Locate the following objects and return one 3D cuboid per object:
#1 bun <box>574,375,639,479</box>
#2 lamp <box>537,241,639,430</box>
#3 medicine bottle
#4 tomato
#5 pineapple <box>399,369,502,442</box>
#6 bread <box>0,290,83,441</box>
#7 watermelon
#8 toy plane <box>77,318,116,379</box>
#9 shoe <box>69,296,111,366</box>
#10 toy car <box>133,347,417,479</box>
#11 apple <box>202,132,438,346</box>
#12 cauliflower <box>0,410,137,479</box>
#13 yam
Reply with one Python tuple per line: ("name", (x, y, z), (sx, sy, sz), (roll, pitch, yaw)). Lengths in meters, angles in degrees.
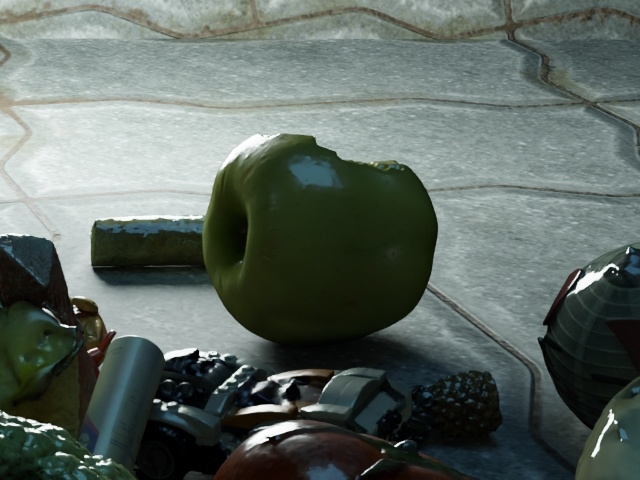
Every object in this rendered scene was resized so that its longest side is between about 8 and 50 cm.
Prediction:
("bun", (0.376, 0.249, 1.684), (0.360, 0.211, 0.359), (-1, 29, 1))
("lamp", (0.354, 0.104, 2.059), (0.233, 0.233, 0.265), (-10, 16, -34))
("medicine bottle", (-0.197, 0.189, 1.854), (0.059, 0.059, 0.231), (6, 43, 8))
("tomato", (0.026, 0.267, 1.511), (0.265, 0.264, 0.265), (3, 19, -1))
("pineapple", (0.105, 0.177, 2.068), (0.159, 0.074, 0.074), (-8, 20, -8))
("bread", (-0.314, 0.182, 1.875), (0.174, 0.133, 0.251), (13, 65, 36))
("watermelon", (-0.272, 0.106, 1.951), (0.094, 0.241, 0.154), (-10, 21, -5))
("toy plane", (-0.284, 0.101, 2.135), (0.126, 0.077, 0.194), (-19, 49, -6))
("shoe", (-0.275, 0.095, 2.227), (0.069, 0.072, 0.109), (25, 29, -36))
("toy car", (-0.068, 0.177, 1.965), (0.301, 0.118, 0.193), (10, 22, 22))
("apple", (0.000, 0.000, 2.292), (0.279, 0.279, 0.279), (3, 19, -1))
("cauliflower", (-0.252, 0.270, 1.576), (0.272, 0.275, 0.250), (29, 55, -13))
("yam", (-0.207, 0.001, 2.531), (0.169, 0.068, 0.068), (1, 19, -9))
